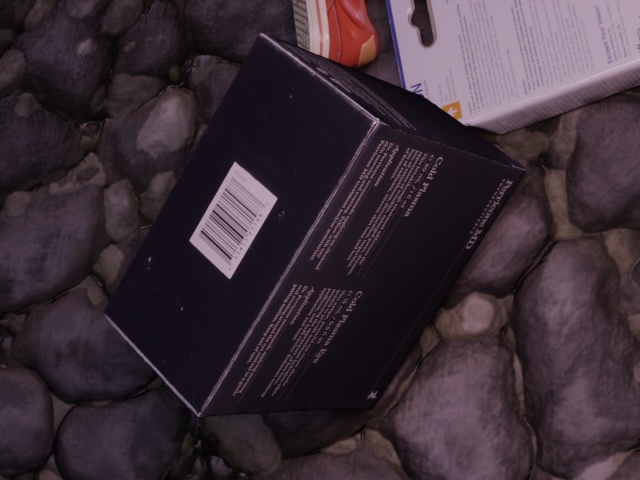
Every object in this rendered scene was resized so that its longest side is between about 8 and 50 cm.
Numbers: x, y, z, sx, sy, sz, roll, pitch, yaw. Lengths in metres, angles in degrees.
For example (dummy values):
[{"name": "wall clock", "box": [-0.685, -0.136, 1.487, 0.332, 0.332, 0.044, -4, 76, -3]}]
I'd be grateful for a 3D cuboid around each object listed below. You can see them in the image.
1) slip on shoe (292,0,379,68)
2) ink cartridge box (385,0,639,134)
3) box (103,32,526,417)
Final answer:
[{"name": "slip on shoe", "box": [0.017, -0.355, 1.492, 0.101, 0.123, 0.331, 0, 62, -10]}, {"name": "ink cartridge box", "box": [0.241, -0.299, 1.367, 0.330, 0.071, 0.324, -19, 67, 27]}, {"name": "box", "box": [0.000, 0.000, 1.228, 0.179, 0.313, 0.343, 41, 107, 32]}]
